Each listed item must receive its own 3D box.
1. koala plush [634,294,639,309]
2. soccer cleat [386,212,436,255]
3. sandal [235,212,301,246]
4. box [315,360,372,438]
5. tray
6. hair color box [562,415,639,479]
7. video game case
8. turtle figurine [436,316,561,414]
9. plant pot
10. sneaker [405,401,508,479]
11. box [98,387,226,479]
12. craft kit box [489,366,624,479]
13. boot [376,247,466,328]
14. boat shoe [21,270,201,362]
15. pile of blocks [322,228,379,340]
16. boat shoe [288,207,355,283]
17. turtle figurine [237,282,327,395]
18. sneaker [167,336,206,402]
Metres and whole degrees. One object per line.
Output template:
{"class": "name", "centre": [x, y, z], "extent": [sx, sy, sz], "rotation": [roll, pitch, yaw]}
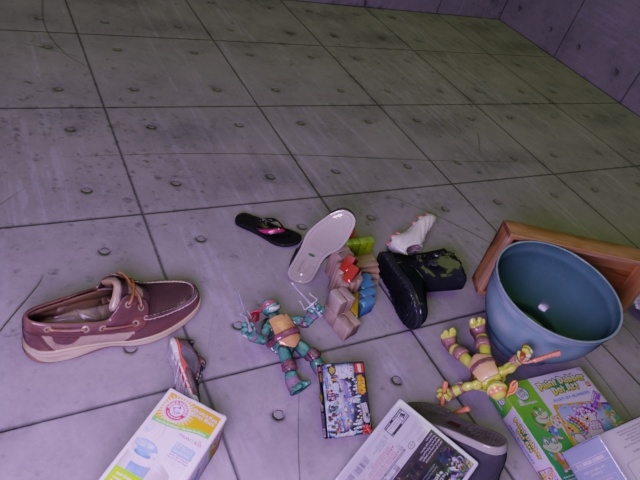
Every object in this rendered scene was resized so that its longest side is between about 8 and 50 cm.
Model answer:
{"class": "koala plush", "centre": [0.977, 0.200, 1.504], "extent": [0.196, 0.203, 0.221], "rotation": [6, 19, -28]}
{"class": "soccer cleat", "centre": [0.263, -0.010, 1.533], "extent": [0.196, 0.068, 0.076], "rotation": [-32, 65, -35]}
{"class": "sandal", "centre": [-0.133, -0.033, 1.422], "extent": [0.179, 0.040, 0.067], "rotation": [22, 40, 4]}
{"class": "box", "centre": [0.045, 0.302, 1.065], "extent": [0.094, 0.027, 0.136], "rotation": [1, 71, -24]}
{"class": "tray", "centre": [0.631, 0.082, 1.453], "extent": [0.412, 0.202, 0.076], "rotation": [12, 37, -8]}
{"class": "hair color box", "centre": [0.624, 0.511, 0.981], "extent": [0.186, 0.113, 0.374], "rotation": [-8, 56, -28]}
{"class": "video game case", "centre": [0.149, 0.406, 0.975], "extent": [0.173, 0.022, 0.190], "rotation": [37, 71, 21]}
{"class": "turtle figurine", "centre": [0.357, 0.261, 1.188], "extent": [0.087, 0.270, 0.217], "rotation": [49, 13, -30]}
{"class": "plant pot", "centre": [0.511, 0.170, 1.308], "extent": [0.294, 0.196, 0.292], "rotation": [9, 45, -9]}
{"class": "sneaker", "centre": [0.236, 0.393, 1.052], "extent": [0.083, 0.118, 0.222], "rotation": [-5, 14, -44]}
{"class": "box", "centre": [-0.250, 0.356, 0.881], "extent": [0.114, 0.103, 0.203], "rotation": [26, 40, 8]}
{"class": "craft kit box", "centre": [0.524, 0.398, 1.170], "extent": [0.250, 0.060, 0.246], "rotation": [-5, 42, -26]}
{"class": "boot", "centre": [0.271, 0.107, 1.372], "extent": [0.207, 0.094, 0.246], "rotation": [-2, 37, -17]}
{"class": "boat shoe", "centre": [-0.389, 0.127, 1.074], "extent": [0.342, 0.123, 0.123], "rotation": [-11, 48, -31]}
{"class": "pile of blocks", "centre": [0.085, 0.067, 1.335], "extent": [0.149, 0.112, 0.362], "rotation": [10, 41, -9]}
{"class": "boat shoe", "centre": [0.000, 0.000, 1.289], "extent": [0.084, 0.233, 0.079], "rotation": [32, 35, -11]}
{"class": "turtle figurine", "centre": [-0.067, 0.187, 1.136], "extent": [0.175, 0.118, 0.234], "rotation": [-26, 72, -19]}
{"class": "sneaker", "centre": [-0.242, 0.242, 1.053], "extent": [0.065, 0.061, 0.157], "rotation": [-1, 44, -31]}
